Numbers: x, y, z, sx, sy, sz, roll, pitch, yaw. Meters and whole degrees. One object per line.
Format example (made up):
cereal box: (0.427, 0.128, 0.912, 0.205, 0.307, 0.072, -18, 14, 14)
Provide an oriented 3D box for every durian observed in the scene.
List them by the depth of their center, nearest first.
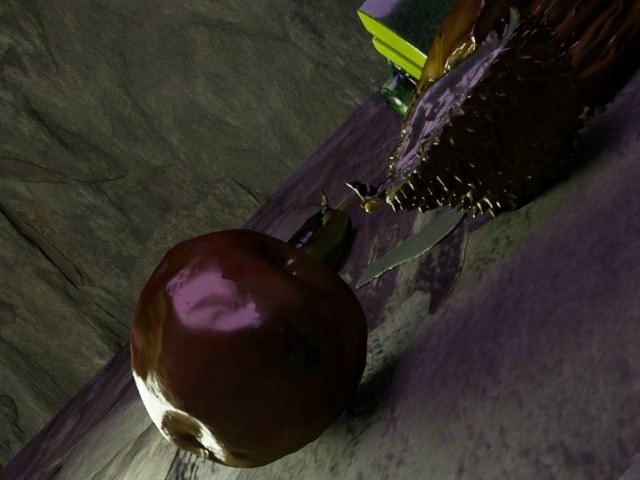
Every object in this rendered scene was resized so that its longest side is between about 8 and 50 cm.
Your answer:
durian: (0.150, -0.086, 1.116, 0.237, 0.138, 0.193, -42, 14, 20)

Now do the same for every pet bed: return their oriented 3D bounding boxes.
pet bed: (-0.041, 0.024, 1.930, 0.201, 0.053, 0.201, -46, 8, 9)

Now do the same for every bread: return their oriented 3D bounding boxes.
bread: (0.225, -0.227, 1.333, 0.277, 0.167, 0.324, -49, 9, -22)

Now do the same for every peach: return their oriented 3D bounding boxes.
peach: (-0.055, 0.097, 1.065, 0.214, 0.214, 0.235, -48, 18, -11)

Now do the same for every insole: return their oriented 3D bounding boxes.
insole: (0.103, 0.007, 1.390, 0.080, 0.003, 0.232, -51, 9, -32)

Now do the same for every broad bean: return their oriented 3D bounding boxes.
broad bean: (0.004, 0.007, 1.742, 0.325, 0.075, 0.067, -60, -29, -67)

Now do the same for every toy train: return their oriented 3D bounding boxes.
toy train: (0.229, -0.362, 1.596, 0.442, 0.179, 0.272, -50, -23, -3)
